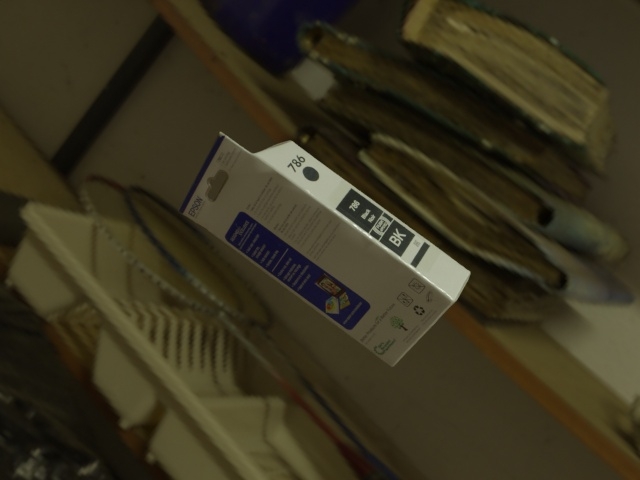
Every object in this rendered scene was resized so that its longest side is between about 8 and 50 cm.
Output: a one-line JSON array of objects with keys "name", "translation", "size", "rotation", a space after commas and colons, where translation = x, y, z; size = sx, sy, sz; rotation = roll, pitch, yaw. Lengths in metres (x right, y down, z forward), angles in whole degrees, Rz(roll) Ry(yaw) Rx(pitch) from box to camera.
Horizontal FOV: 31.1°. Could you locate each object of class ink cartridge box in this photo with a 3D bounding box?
[{"name": "ink cartridge box", "translation": [0.000, 0.000, 1.374], "size": [0.332, 0.165, 0.065], "rotation": [36, 48, -1]}]
